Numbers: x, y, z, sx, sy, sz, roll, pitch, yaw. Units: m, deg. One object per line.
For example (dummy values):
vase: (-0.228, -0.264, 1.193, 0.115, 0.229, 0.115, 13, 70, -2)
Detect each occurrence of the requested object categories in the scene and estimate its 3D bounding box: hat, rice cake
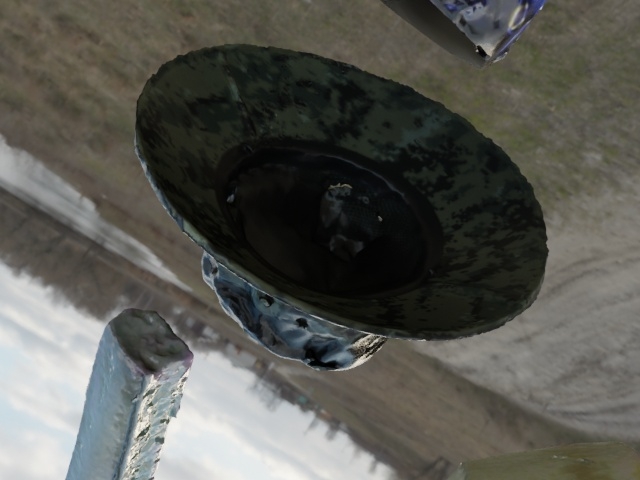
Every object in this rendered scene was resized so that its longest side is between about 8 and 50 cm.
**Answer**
hat: (0.000, 0.000, 0.478, 0.266, 0.128, 0.265, 18, -147, -12)
rice cake: (-0.111, 0.119, 0.417, 0.036, 0.206, 0.047, -12, -133, -41)

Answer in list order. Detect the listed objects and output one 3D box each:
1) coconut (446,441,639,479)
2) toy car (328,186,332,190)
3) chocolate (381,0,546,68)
coconut: (0.176, 0.249, 0.535, 0.241, 0.241, 0.241, 32, 171, 6)
toy car: (-0.061, -0.083, 1.020, 0.204, 0.247, 0.198, -2, 174, -22)
chocolate: (0.158, -0.251, 0.427, 0.126, 0.343, 0.148, 42, -163, -3)
